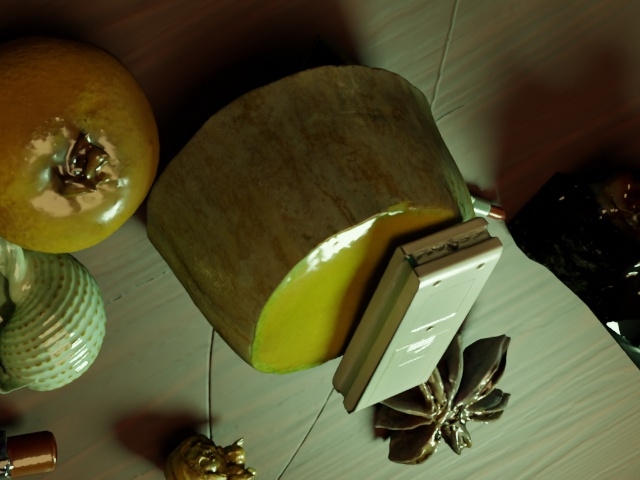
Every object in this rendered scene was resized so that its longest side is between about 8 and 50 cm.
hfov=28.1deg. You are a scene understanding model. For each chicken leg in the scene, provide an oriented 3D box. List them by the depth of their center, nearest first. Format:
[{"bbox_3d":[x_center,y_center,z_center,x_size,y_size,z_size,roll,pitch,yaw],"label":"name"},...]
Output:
[{"bbox_3d":[-0.113,0.304,1.600,0.101,0.085,0.207,-33,139,12],"label":"chicken leg"}]

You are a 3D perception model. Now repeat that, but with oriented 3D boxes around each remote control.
[{"bbox_3d":[0.093,0.081,1.321,0.103,0.055,0.277,-20,153,-26],"label":"remote control"}]

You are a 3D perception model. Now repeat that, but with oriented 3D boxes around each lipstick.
[{"bbox_3d":[-0.440,0.257,1.407,0.300,0.081,0.081,-6,122,-22],"label":"lipstick"},{"bbox_3d":[0.179,-0.045,1.559,0.129,0.030,0.030,16,111,-33],"label":"lipstick"}]

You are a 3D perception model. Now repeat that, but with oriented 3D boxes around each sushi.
[{"bbox_3d":[0.407,0.023,1.589,0.212,0.227,0.215,-46,128,6],"label":"sushi"}]

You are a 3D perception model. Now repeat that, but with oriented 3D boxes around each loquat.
[{"bbox_3d":[-0.253,-0.092,1.210,0.208,0.208,0.208,-13,124,-19],"label":"loquat"}]

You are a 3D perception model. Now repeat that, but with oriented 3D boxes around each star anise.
[{"bbox_3d":[0.158,0.198,1.668,0.229,0.093,0.236,-36,125,5],"label":"star anise"}]

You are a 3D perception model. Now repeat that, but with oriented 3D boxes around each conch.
[{"bbox_3d":[-0.313,0.063,1.323,0.172,0.131,0.200,-15,98,8],"label":"conch"}]

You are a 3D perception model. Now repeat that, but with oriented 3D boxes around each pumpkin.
[{"bbox_3d":[0.000,0.000,1.332,0.332,0.199,0.332,-18,152,-10],"label":"pumpkin"}]

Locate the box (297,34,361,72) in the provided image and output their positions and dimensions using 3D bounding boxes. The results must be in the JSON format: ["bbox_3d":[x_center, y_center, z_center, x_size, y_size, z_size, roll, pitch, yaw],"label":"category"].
[{"bbox_3d":[0.006,-0.166,1.365,0.035,0.083,0.079,24,106,-34],"label":"box"}]
